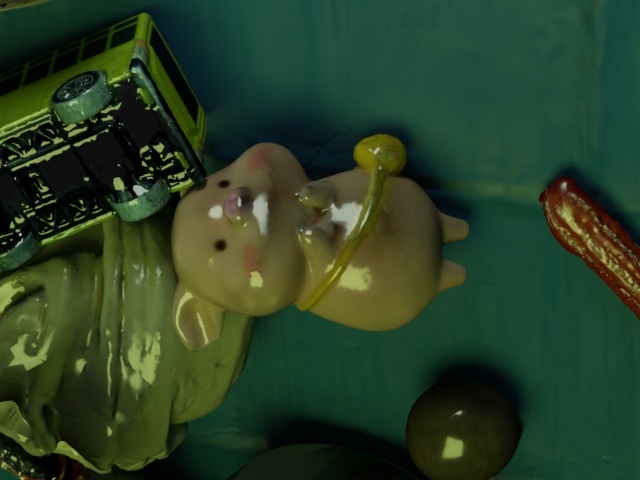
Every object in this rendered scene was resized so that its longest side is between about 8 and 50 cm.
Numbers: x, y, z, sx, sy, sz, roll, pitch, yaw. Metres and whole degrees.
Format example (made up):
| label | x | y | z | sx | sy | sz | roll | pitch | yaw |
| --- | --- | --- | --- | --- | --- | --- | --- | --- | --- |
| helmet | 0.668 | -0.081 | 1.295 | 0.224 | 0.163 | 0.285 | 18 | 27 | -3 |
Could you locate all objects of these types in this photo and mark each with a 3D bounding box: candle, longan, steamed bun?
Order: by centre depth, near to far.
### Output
| label | x | y | z | sx | sy | sz | roll | pitch | yaw |
| --- | --- | --- | --- | --- | --- | --- | --- | --- | --- |
| candle | 0.297 | 0.069 | 1.534 | 0.051 | 0.048 | 0.329 | -39 | 105 | 25 |
| steamed bun | -0.214 | 0.090 | 1.653 | 0.275 | 0.206 | 0.320 | 41 | 126 | -9 |
| longan | 0.132 | 0.174 | 1.655 | 0.119 | 0.106 | 0.106 | 8 | 147 | -43 |

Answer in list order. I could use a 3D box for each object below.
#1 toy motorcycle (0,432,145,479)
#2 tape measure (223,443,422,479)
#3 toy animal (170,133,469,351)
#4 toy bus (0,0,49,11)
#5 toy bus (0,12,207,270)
| label | x | y | z | sx | sy | sz | roll | pitch | yaw |
| --- | --- | --- | --- | --- | --- | --- | --- | --- | --- |
| toy motorcycle | -0.212 | 0.253 | 1.818 | 0.298 | 0.171 | 0.089 | 40 | 88 | -15 |
| tape measure | 0.008 | 0.313 | 1.701 | 0.259 | 0.262 | 0.138 | -15 | 137 | -21 |
| toy animal | 0.000 | -0.002 | 1.521 | 0.248 | 0.165 | 0.149 | 4 | 147 | 0 |
| toy bus | -0.257 | -0.274 | 1.421 | 0.142 | 0.142 | 0.202 | -11 | 122 | 28 |
| toy bus | -0.234 | -0.074 | 1.533 | 0.262 | 0.150 | 0.128 | -21 | 120 | 13 |
